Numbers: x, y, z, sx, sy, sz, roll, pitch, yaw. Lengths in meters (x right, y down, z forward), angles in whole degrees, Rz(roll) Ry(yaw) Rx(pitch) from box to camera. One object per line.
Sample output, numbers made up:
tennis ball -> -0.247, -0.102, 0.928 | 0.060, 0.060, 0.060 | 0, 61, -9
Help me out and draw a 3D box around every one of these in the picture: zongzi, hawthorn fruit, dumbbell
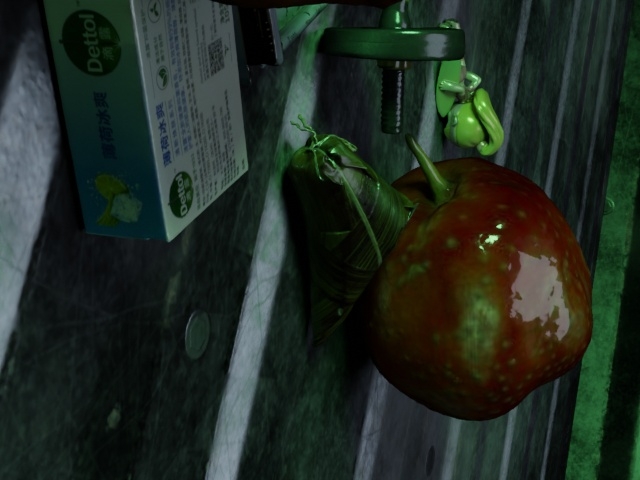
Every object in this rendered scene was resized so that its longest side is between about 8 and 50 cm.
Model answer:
zongzi -> 0.000, 0.000, 1.193 | 0.184, 0.084, 0.187 | -60, 144, -7
hawthorn fruit -> 0.156, 0.024, 1.355 | 0.287, 0.287, 0.330 | -55, 129, -51
dumbbell -> 0.075, -0.268, 1.195 | 0.143, 0.143, 0.326 | -24, 117, -65

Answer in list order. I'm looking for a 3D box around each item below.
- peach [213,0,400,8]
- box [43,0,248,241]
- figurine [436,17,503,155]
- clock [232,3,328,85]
peach -> -0.028, -0.312, 0.715 | 0.372, 0.289, 0.373 | 17, 70, -58
box -> -0.117, -0.115, 0.848 | 0.139, 0.073, 0.194 | -48, 139, -56
figurine -> 0.193, -0.201, 1.612 | 0.083, 0.083, 0.188 | -40, 122, -60
clock -> -0.040, -0.258, 0.992 | 0.253, 0.083, 0.186 | -55, 143, -51
